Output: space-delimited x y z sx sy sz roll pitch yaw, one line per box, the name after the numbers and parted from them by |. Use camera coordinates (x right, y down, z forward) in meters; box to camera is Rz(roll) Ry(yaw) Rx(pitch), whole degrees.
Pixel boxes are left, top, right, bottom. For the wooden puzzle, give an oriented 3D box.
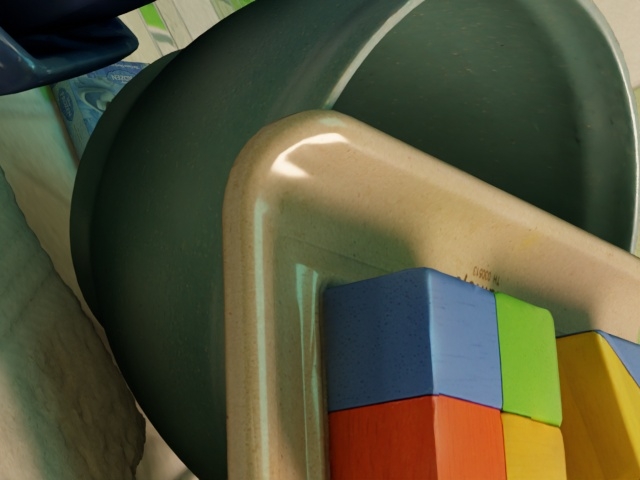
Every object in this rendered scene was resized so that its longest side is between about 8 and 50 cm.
0.087 0.149 0.551 0.322 0.080 0.348 20 66 -51 | wooden puzzle

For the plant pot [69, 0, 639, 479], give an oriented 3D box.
0.000 0.000 0.690 0.196 0.293 0.293 15 -28 39 | plant pot

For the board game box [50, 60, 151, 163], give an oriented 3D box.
-0.116 -0.070 0.851 0.090 0.020 0.090 -2 62 -47 | board game box

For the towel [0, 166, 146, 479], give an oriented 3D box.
-0.130 0.049 0.456 0.187 0.049 0.282 63 7 -12 | towel

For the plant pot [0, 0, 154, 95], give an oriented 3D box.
-0.119 -0.195 0.582 0.236 0.212 0.236 44 10 -6 | plant pot
